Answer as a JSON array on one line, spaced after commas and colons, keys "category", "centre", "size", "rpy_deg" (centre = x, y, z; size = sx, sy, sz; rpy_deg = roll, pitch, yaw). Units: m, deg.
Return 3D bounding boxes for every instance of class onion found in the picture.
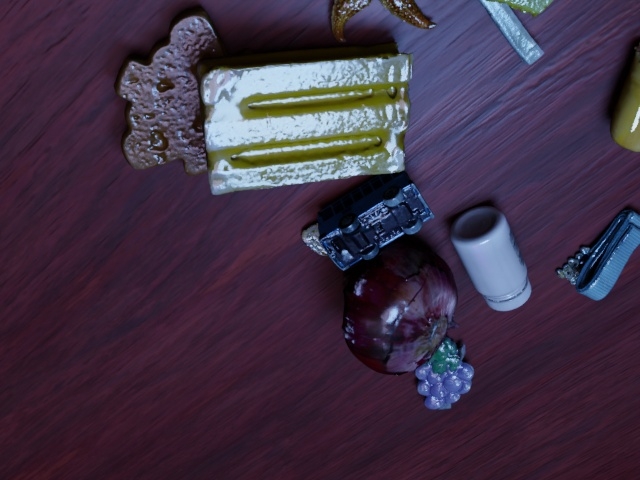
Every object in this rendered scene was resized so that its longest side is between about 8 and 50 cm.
[{"category": "onion", "centre": [0.126, 0.117, 1.263], "size": [0.252, 0.219, 0.252], "rpy_deg": [-25, 125, -43]}]

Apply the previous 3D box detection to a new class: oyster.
[{"category": "oyster", "centre": [0.002, 0.002, 1.272], "size": [0.054, 0.019, 0.083], "rpy_deg": [-22, 119, 32]}]

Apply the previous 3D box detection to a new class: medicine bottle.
[{"category": "medicine bottle", "centre": [0.313, 0.035, 1.274], "size": [0.103, 0.102, 0.186], "rpy_deg": [-25, 124, 12]}]

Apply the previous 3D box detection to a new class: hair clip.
[{"category": "hair clip", "centre": [0.261, 0.278, 1.482], "size": [0.124, 0.052, 0.195], "rpy_deg": [-8, 119, 7]}]

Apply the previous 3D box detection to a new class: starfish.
[{"category": "starfish", "centre": [0.091, -0.383, 0.996], "size": [0.227, 0.043, 0.240], "rpy_deg": [25, 122, -20]}]

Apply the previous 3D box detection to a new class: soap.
[{"category": "soap", "centre": [-0.023, -0.188, 1.059], "size": [0.315, 0.091, 0.199], "rpy_deg": [-8, 122, -11]}]

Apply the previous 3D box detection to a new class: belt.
[{"category": "belt", "centre": [0.535, 0.022, 1.314], "size": [0.065, 0.100, 0.179], "rpy_deg": [27, 103, -21]}]

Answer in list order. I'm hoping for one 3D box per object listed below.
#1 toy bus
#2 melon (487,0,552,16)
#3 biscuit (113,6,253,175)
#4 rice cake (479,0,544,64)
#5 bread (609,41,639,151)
[{"category": "toy bus", "centre": [0.087, -0.041, 1.196], "size": [0.185, 0.106, 0.090], "rpy_deg": [-31, 126, 10]}, {"category": "melon", "centre": [0.244, -0.383, 0.992], "size": [0.262, 0.053, 0.113], "rpy_deg": [2, 121, -11]}, {"category": "biscuit", "centre": [-0.172, -0.197, 1.099], "size": [0.302, 0.043, 0.278], "rpy_deg": [25, 116, -25]}, {"category": "rice cake", "centre": [0.280, -0.332, 1.056], "size": [0.033, 0.029, 0.171], "rpy_deg": [-39, 119, 16]}, {"category": "bread", "centre": [0.539, -0.226, 1.120], "size": [0.134, 0.085, 0.173], "rpy_deg": [3, 124, -12]}]
